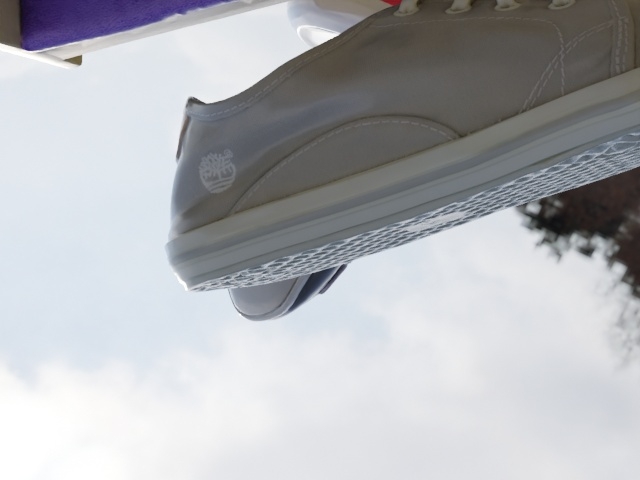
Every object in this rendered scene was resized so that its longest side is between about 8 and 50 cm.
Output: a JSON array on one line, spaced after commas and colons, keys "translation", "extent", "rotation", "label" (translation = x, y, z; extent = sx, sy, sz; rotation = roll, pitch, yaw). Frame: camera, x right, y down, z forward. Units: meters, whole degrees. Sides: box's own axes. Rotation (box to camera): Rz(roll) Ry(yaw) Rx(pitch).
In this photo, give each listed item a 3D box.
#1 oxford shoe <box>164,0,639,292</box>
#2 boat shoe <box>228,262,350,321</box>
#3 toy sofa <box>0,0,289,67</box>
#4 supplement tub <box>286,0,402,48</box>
[{"translation": [0.108, -0.087, 0.674], "extent": [0.449, 0.130, 0.169], "rotation": [-17, 171, 16], "label": "oxford shoe"}, {"translation": [0.000, 0.000, 1.302], "extent": [0.096, 0.335, 0.112], "rotation": [-10, -110, -31], "label": "boat shoe"}, {"translation": [-0.110, -0.241, 0.884], "extent": [0.363, 0.150, 0.177], "rotation": [-8, 174, 27], "label": "toy sofa"}, {"translation": [0.104, -0.276, 1.088], "extent": [0.191, 0.272, 0.191], "rotation": [25, 176, 2], "label": "supplement tub"}]
